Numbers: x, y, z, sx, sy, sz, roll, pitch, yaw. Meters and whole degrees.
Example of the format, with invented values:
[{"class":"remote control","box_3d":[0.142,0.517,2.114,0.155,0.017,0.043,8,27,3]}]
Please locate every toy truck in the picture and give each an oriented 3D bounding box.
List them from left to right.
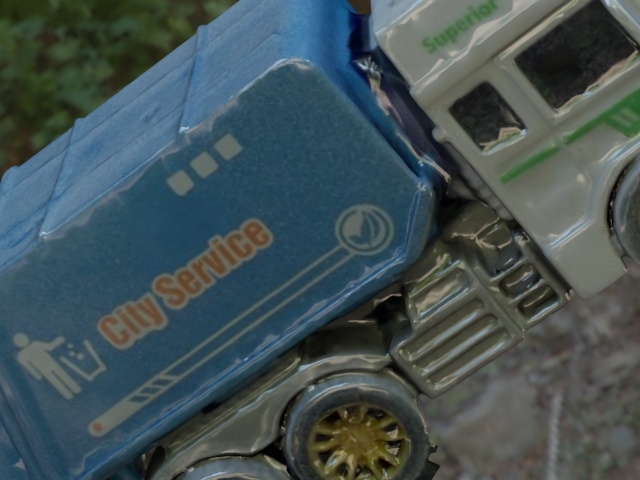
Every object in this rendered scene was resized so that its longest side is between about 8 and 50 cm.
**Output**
[{"class":"toy truck","box_3d":[0.000,0.000,0.771,0.367,0.175,0.146,-35,22,14]}]

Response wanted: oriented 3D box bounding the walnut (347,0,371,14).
[{"class":"walnut","box_3d":[0.020,-0.213,0.899,0.228,0.228,0.228,-22,30,14]}]
